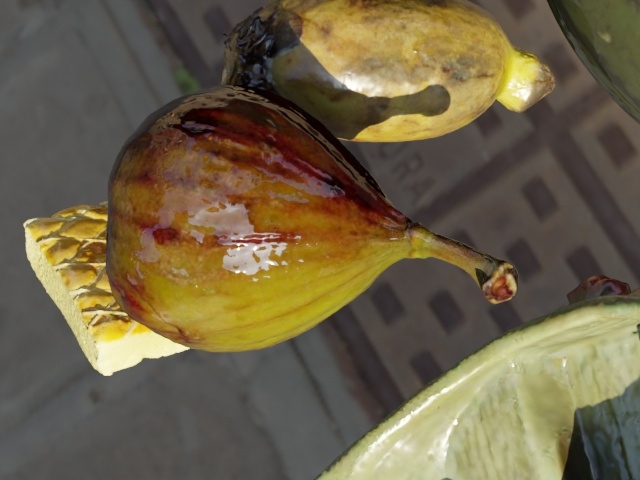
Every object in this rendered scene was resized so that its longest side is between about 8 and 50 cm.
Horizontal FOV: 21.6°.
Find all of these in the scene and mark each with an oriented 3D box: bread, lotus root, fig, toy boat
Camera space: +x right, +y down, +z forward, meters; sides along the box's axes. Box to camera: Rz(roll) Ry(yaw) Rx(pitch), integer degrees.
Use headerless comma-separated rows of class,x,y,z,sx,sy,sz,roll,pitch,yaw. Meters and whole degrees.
bread,-0.208,0.040,1.687,0.125,0.068,0.188,-17,51,-26
lotus root,0.054,-0.157,1.442,0.314,0.169,0.141,1,100,-16
fig,0.000,0.000,1.280,0.320,0.217,0.217,13,81,18
toy boat,0.080,0.053,0.459,0.185,0.071,0.089,-23,77,40

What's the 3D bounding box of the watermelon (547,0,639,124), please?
watermelon,0.257,-0.161,0.848,0.359,0.279,0.279,29,87,-5
